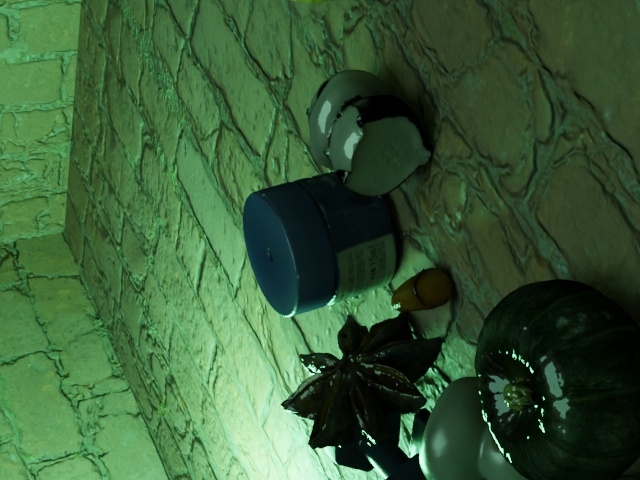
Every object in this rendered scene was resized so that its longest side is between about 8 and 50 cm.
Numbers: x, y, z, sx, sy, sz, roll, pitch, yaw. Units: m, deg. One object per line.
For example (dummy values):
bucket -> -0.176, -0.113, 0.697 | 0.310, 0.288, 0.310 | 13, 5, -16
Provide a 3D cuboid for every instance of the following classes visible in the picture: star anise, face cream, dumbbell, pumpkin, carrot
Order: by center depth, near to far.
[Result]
pumpkin -> 0.336, 0.206, 1.629 | 0.300, 0.207, 0.300 | 38, 135, 52
carrot -> 0.168, 0.103, 2.097 | 0.205, 0.072, 0.072 | 142, 113, -68
dumbbell -> 0.131, 0.407, 2.117 | 0.144, 0.160, 0.325 | 58, 171, -31
star anise -> 0.081, 0.257, 2.125 | 0.331, 0.331, 0.118 | 42, 168, 50
face cream -> 0.000, 0.000, 2.206 | 0.249, 0.225, 0.249 | 45, 143, 49

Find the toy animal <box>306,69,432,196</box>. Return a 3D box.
toy animal -> 0.067, -0.198, 2.039 | 0.235, 0.165, 0.187 | 49, 130, 45

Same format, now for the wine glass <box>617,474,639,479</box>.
wine glass -> 0.393, 0.412, 1.734 | 0.231, 0.103, 0.103 | -37, 68, 58

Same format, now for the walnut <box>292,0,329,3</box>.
walnut -> -0.006, -0.508, 2.011 | 0.221, 0.195, 0.195 | 175, 82, -69

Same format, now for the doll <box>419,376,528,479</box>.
doll -> 0.280, 0.332, 1.871 | 0.221, 0.221, 0.251 | 61, 173, 30

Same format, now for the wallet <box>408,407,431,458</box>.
wallet -> 0.265, 0.478, 2.081 | 0.379, 0.046, 0.191 | 49, 140, 49
